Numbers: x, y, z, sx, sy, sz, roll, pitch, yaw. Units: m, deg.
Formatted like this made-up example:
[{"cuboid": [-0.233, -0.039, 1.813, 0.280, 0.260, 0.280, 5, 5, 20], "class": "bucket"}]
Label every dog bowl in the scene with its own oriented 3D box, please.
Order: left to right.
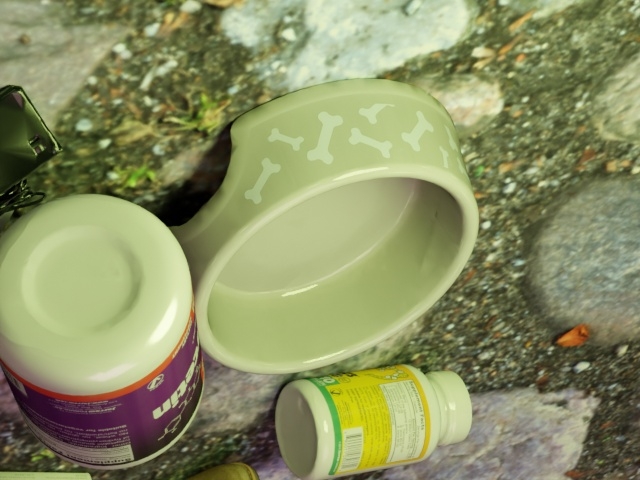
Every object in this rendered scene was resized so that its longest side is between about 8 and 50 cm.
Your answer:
[{"cuboid": [0.000, 0.000, 1.876, 0.349, 0.102, 0.349, -19, 145, -14], "class": "dog bowl"}]

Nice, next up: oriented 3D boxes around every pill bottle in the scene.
[{"cuboid": [-0.199, 0.098, 1.731, 0.181, 0.181, 0.323, -21, 158, -9], "class": "pill bottle"}, {"cuboid": [0.064, 0.204, 2.170, 0.208, 0.117, 0.117, -6, 140, -28], "class": "pill bottle"}]

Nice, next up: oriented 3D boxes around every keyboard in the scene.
[{"cuboid": [-0.313, -0.045, 1.620, 0.192, 0.038, 0.100, -36, 111, -13], "class": "keyboard"}]

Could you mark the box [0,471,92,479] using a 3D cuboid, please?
[{"cuboid": [-0.384, 0.287, 2.019, 0.324, 0.067, 0.063, 6, 134, -40], "class": "box"}]

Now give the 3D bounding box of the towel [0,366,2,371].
[{"cuboid": [-0.416, 0.143, 1.838, 0.209, 0.034, 0.285, 9, 132, -40], "class": "towel"}]

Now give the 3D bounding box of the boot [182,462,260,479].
[{"cuboid": [-0.211, 0.338, 2.177, 0.305, 0.112, 0.115, -31, 135, 9], "class": "boot"}]

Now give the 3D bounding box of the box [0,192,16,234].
[{"cuboid": [-0.370, 0.022, 1.674, 0.145, 0.038, 0.186, 10, 119, -42], "class": "box"}]
